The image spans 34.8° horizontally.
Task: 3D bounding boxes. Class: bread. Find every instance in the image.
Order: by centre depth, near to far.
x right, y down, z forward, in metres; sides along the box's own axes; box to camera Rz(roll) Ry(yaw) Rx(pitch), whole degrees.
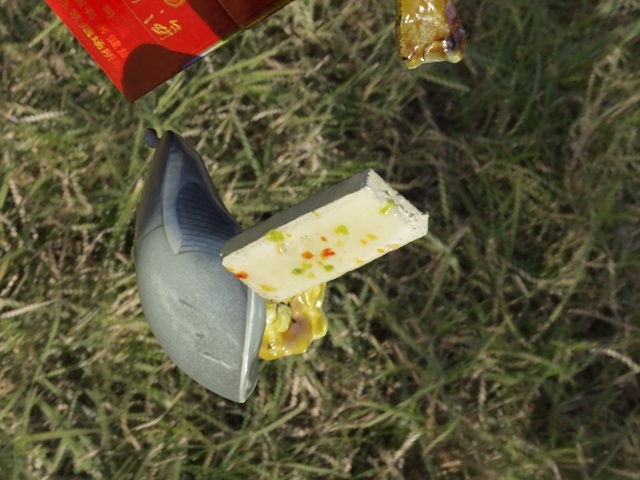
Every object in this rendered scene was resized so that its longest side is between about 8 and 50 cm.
[{"bbox_3d":[0.000,0.000,0.734,0.068,0.154,0.028,39,42,-32],"label":"bread"}]

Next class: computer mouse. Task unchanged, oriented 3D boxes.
[{"bbox_3d":[-0.143,0.002,0.983,0.090,0.167,0.379,-8,42,-20],"label":"computer mouse"}]

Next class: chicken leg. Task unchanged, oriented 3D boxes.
[{"bbox_3d":[0.087,-0.363,1.130,0.211,0.140,0.361,-19,112,-35],"label":"chicken leg"}]

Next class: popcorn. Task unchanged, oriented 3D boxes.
[{"bbox_3d":[-0.087,0.073,1.406,0.198,0.155,0.197,-7,104,-27],"label":"popcorn"}]

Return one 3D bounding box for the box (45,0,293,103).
[{"bbox_3d":[-0.157,-0.288,1.055,0.197,0.313,0.089,52,48,-17],"label":"box"}]
